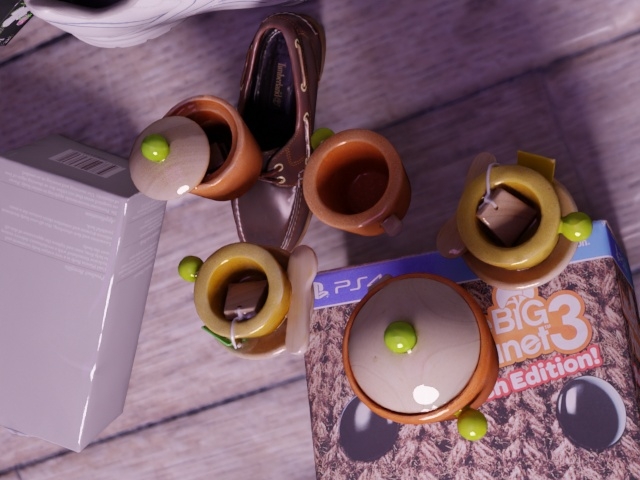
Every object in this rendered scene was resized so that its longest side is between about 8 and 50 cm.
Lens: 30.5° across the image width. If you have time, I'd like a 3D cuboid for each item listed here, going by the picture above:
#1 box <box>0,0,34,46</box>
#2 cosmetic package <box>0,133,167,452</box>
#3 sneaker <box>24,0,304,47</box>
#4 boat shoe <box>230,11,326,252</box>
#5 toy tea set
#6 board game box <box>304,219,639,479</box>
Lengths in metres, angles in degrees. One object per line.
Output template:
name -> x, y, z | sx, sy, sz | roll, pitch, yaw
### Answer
box -> -0.270, -0.210, 0.979 | 0.083, 0.052, 0.062 | -42, 89, 19
cosmetic package -> -0.220, 0.045, 1.003 | 0.127, 0.107, 0.238 | 19, 110, 10
sneaker -> -0.090, -0.214, 0.889 | 0.297, 0.129, 0.111 | -20, 95, 18
boat shoe -> -0.041, -0.079, 0.938 | 0.073, 0.073, 0.207 | 8, 106, 13
toy tea set -> 0.000, 0.000, 0.793 | 0.336, 0.124, 0.200 | 15, 81, 24
board game box -> 0.126, 0.157, 0.853 | 0.232, 0.141, 0.291 | -12, 73, 18
